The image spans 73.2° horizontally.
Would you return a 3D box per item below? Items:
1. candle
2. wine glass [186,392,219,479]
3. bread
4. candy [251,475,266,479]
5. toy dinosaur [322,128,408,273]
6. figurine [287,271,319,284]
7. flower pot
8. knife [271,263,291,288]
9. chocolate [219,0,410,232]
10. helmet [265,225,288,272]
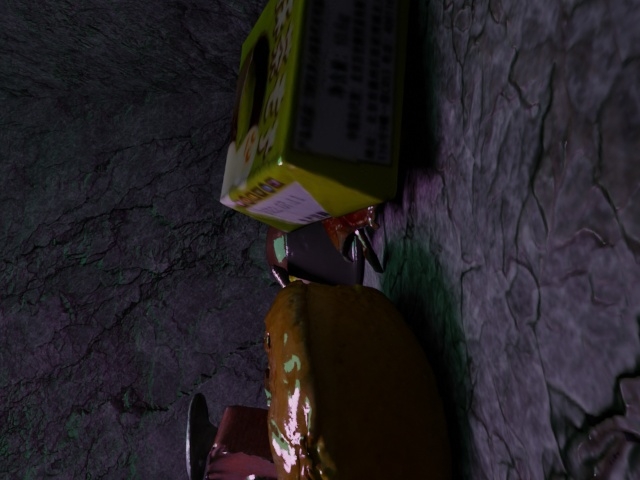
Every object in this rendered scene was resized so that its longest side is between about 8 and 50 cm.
[{"bbox_3d":[-0.090,0.405,0.799,0.287,0.316,0.132,48,-150,-26],"label":"candle"},{"bbox_3d":[-0.098,0.458,1.041,0.267,0.405,0.268,177,90,-88],"label":"wine glass"},{"bbox_3d":[0.029,0.221,0.568,0.358,0.204,0.337,-174,84,-82],"label":"bread"},{"bbox_3d":[0.022,0.539,0.562,0.397,0.172,0.263,36,161,38],"label":"candy"},{"bbox_3d":[0.065,-0.066,0.694,0.207,0.112,0.327,52,167,33],"label":"toy dinosaur"},{"bbox_3d":[-0.008,0.155,1.162,0.246,0.156,0.131,45,-178,35],"label":"figurine"},{"bbox_3d":[0.000,0.000,1.001,0.269,0.166,0.269,176,90,-84],"label":"flower pot"},{"bbox_3d":[0.003,0.196,0.923,0.365,0.043,0.089,55,166,8],"label":"knife"},{"bbox_3d":[-0.024,-0.178,0.569,0.288,0.136,0.301,-11,72,62],"label":"chocolate"},{"bbox_3d":[-0.059,0.036,1.375,0.337,0.229,0.386,119,149,-80],"label":"helmet"}]
